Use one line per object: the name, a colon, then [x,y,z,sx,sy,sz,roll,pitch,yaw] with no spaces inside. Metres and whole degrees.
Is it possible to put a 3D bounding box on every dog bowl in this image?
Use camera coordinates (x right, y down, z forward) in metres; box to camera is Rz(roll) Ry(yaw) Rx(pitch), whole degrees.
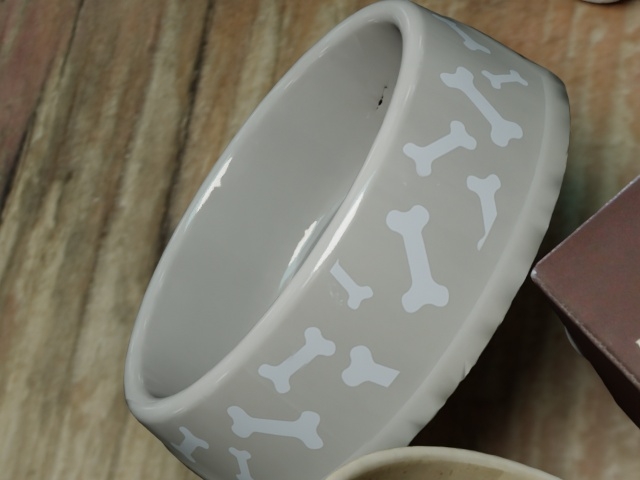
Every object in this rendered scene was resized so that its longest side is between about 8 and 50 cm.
dog bowl: [0.000,0.000,0.826,0.349,0.102,0.348,-48,21,26]

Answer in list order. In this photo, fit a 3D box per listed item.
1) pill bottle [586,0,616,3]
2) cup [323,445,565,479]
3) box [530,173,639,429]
pill bottle: [0.237,-0.295,0.969,0.121,0.121,0.221,29,78,39]
cup: [0.085,0.292,0.605,0.331,0.331,0.237,48,119,40]
box: [0.288,0.128,0.637,0.143,0.191,0.381,-42,51,0]
